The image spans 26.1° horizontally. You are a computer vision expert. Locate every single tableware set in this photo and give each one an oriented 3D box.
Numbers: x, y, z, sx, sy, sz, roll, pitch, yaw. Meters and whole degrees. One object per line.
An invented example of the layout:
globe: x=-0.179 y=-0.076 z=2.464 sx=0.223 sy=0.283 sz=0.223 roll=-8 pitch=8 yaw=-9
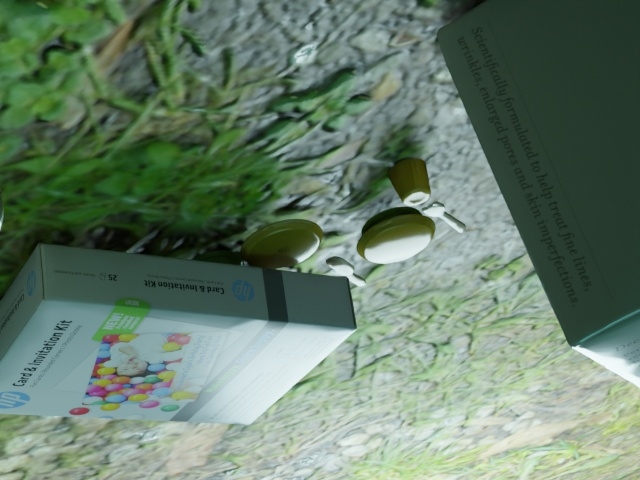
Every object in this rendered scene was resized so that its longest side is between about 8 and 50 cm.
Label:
tableware set: x=0.000 y=0.000 z=0.797 sx=0.154 sy=0.024 sz=0.104 roll=-28 pitch=148 yaw=19

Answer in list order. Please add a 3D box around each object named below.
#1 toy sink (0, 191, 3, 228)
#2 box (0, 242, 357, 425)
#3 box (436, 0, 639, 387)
toy sink: x=-0.232 y=0.012 z=0.544 sx=0.152 sy=0.131 sz=0.234 roll=-1 pitch=148 yaw=-30
box: x=-0.094 y=0.059 z=0.792 sx=0.186 sy=0.038 sz=0.145 roll=8 pitch=147 yaw=-29
box: x=0.179 y=-0.054 z=0.636 sx=0.182 sy=0.181 sz=0.119 roll=-30 pitch=150 yaw=20
